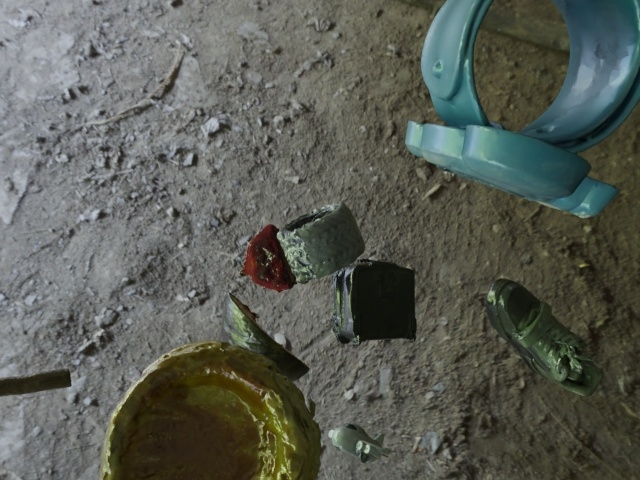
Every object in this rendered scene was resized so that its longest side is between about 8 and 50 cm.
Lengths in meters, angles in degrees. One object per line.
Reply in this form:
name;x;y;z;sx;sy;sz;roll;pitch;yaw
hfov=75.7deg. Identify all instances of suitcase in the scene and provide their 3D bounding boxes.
suitcase;0.221;0.245;1.661;0.345;0.188;0.340;6;83;-31

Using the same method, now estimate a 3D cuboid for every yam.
yam;-0.945;0.451;1.276;0.299;0.066;0.066;2;61;-40

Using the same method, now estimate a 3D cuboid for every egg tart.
egg tart;-0.188;0.377;0.742;0.387;0.169;0.388;2;74;-5

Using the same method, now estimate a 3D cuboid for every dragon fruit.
dragon fruit;-0.212;0.089;1.604;0.211;0.134;0.262;-15;79;8

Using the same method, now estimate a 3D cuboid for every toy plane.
toy plane;0.140;0.721;1.473;0.244;0.245;0.118;20;68;8

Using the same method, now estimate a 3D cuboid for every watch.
watch;0.188;-0.140;0.369;0.210;0.211;0.193;21;105;8

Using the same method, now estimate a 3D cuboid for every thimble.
thimble;0.000;0.000;1.153;0.245;0.217;0.157;-38;107;-49

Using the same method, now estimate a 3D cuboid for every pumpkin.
pumpkin;-0.183;0.290;1.098;0.312;0.169;0.148;40;84;7

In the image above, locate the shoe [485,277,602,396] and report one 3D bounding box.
shoe;0.441;0.188;0.786;0.109;0.149;0.293;-48;116;-11
